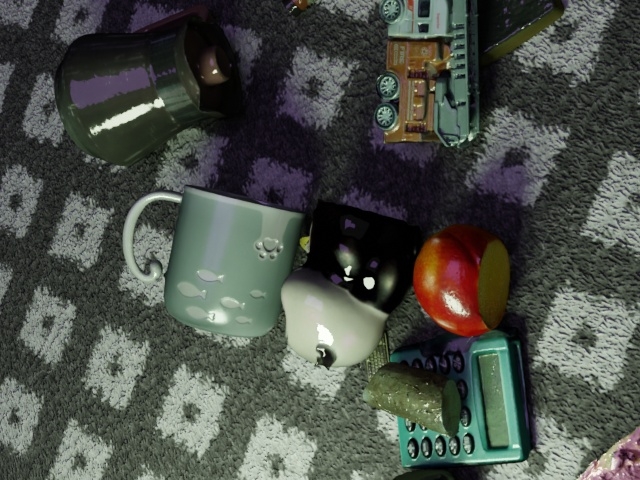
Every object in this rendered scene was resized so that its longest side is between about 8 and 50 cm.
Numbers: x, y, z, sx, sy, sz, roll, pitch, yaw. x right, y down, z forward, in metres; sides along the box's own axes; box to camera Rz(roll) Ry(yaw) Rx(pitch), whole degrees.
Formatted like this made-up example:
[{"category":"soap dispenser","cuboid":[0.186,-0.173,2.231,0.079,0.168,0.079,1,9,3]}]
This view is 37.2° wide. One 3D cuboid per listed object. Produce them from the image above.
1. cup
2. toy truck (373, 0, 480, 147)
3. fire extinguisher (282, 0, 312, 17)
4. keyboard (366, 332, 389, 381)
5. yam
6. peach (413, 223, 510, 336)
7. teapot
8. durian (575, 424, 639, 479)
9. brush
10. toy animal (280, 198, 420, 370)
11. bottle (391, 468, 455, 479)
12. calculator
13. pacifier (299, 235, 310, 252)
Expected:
[{"category":"cup","cuboid":[-0.231,0.035,1.945,0.356,0.259,0.275,12,93,-5]},{"category":"toy truck","cuboid":[0.217,-0.348,1.798,0.184,0.133,0.338,9,102,36]},{"category":"fire extinguisher","cuboid":[-0.007,-0.561,2.055,0.177,0.050,0.062,-41,27,18]},{"category":"keyboard","cuboid":[0.115,0.250,1.886,0.049,0.015,0.129,-12,77,29]},{"category":"yam","cuboid":[0.171,0.282,1.736,0.183,0.107,0.107,14,90,34]},{"category":"peach","cuboid":[0.266,0.071,1.722,0.192,0.190,0.190,44,105,26]},{"category":"teapot","cuboid":[-0.367,-0.368,2.131,0.361,0.305,0.376,-13,48,20]},{"category":"durian","cuboid":[0.514,0.437,1.577,0.191,0.112,0.341,45,114,18]},{"category":"brush","cuboid":[0.353,-0.433,1.815,0.197,0.059,0.123,-32,70,24]},{"category":"toy animal","cuboid":[0.049,0.092,1.816,0.251,0.251,0.310,17,93,31]},{"category":"bottle","cuboid":[0.223,0.575,1.696,0.168,0.168,0.347,-29,65,24]},{"category":"calculator","cuboid":[0.252,0.297,1.775,0.274,0.058,0.248,-12,76,30]},{"category":"pacifier","cuboid":[0.000,0.000,1.975,0.083,0.068,0.064,-21,37,48]}]
